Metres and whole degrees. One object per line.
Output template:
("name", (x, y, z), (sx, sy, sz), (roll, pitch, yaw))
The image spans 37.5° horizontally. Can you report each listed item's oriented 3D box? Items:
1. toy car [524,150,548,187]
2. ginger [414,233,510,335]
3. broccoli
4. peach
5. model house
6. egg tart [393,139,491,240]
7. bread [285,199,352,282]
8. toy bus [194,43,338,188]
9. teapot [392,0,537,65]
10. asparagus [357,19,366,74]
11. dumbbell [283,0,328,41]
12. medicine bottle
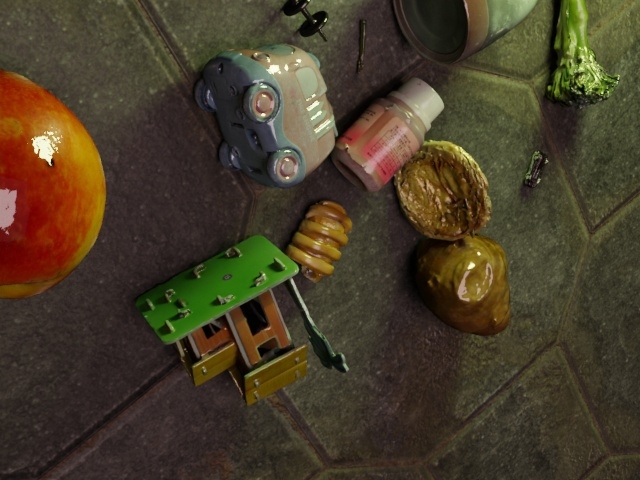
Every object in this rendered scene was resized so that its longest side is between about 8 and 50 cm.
("toy car", (0.527, -0.173, 2.313), (0.041, 0.025, 0.093), (22, 92, -32))
("ginger", (0.333, 0.113, 2.198), (0.223, 0.200, 0.269), (-13, 113, -28))
("broccoli", (0.601, -0.459, 2.201), (0.145, 0.165, 0.304), (-17, 104, -16))
("peach", (-0.539, -0.092, 1.538), (0.388, 0.388, 0.388), (-10, 112, -27))
("model house", (-0.137, 0.228, 1.889), (0.300, 0.340, 0.324), (-30, 124, -16))
("egg tart", (0.276, -0.118, 2.110), (0.252, 0.232, 0.098), (49, 39, -1))
("bread", (0.000, 0.000, 2.037), (0.119, 0.084, 0.177), (27, 89, -35))
("toy bus", (-0.084, -0.256, 1.840), (0.231, 0.197, 0.294), (-35, 121, -26))
("teapot", (0.342, -0.550, 1.926), (0.312, 0.233, 0.315), (-31, 160, -26))
("asparagus", (0.087, -0.406, 1.981), (0.015, 0.014, 0.114), (-7, 111, -27))
("dumbbell", (-0.028, -0.449, 1.866), (0.069, 0.069, 0.147), (-48, 123, -7))
("medicine bottle", (0.145, -0.227, 2.002), (0.247, 0.147, 0.147), (-46, 123, -8))
